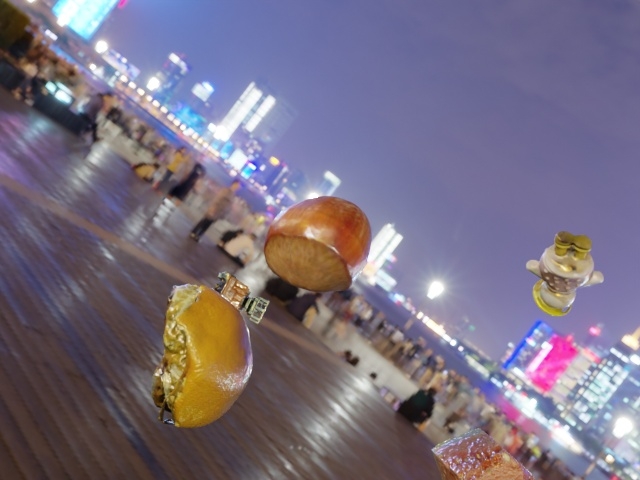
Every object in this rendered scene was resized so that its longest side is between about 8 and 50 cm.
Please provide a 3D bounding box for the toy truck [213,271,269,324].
[{"bbox_3d":[-0.185,0.128,1.652,0.115,0.080,0.177,28,-7,-11],"label":"toy truck"}]

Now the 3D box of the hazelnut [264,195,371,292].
[{"bbox_3d":[0.000,0.000,1.463,0.214,0.214,0.176,38,-22,27],"label":"hazelnut"}]

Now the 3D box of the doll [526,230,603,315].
[{"bbox_3d":[0.420,0.064,1.298,0.129,0.081,0.207,11,-36,11],"label":"doll"}]

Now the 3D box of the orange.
[{"bbox_3d":[-0.134,0.137,0.873,0.112,0.160,0.170,13,-38,-4],"label":"orange"}]

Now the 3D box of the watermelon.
[{"bbox_3d":[0.359,0.505,1.604,0.256,0.192,0.140,-11,82,-88],"label":"watermelon"}]
